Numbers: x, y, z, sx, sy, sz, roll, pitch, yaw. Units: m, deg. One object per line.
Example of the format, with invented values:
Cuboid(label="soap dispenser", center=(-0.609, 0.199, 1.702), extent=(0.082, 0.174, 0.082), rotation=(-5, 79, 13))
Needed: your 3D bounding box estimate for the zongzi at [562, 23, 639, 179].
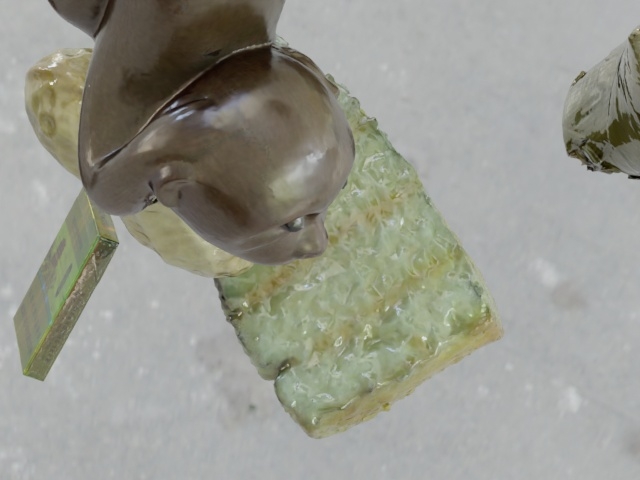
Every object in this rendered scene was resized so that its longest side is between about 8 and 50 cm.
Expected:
Cuboid(label="zongzi", center=(0.272, -0.136, 1.486), extent=(0.300, 0.273, 0.145), rotation=(6, 78, -41))

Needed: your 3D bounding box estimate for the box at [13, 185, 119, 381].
Cuboid(label="box", center=(-0.288, 0.046, 1.879), extent=(0.030, 0.193, 0.121), rotation=(21, 22, -27))

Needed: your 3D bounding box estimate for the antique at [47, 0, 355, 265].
Cuboid(label="antique", center=(-0.056, -0.109, 0.815), extent=(0.121, 0.143, 0.257), rotation=(-15, 99, -29))

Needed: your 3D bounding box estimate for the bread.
Cuboid(label="bread", center=(-0.004, -0.006, 1.728), extent=(0.239, 0.264, 0.395), rotation=(-34, 79, 2))

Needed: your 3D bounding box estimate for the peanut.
Cuboid(label="peanut", center=(-0.153, -0.070, 1.489), extent=(0.136, 0.298, 0.120), rotation=(1, 60, 35))
